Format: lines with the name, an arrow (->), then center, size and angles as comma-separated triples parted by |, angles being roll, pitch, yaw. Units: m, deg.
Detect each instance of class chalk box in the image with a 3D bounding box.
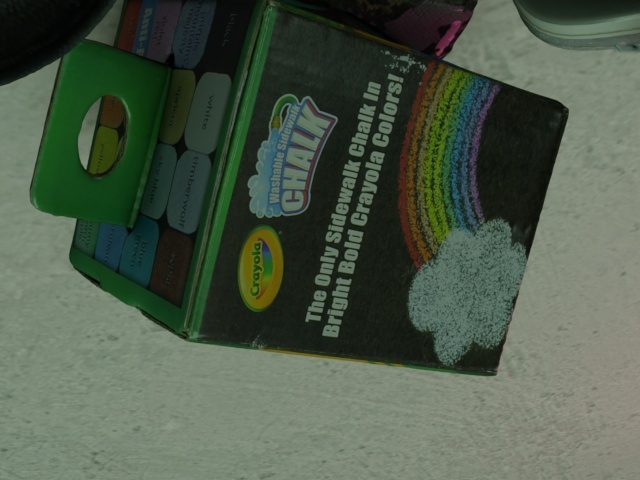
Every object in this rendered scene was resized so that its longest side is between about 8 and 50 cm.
chalk box -> -0.032, -0.039, 0.615 | 0.289, 0.180, 0.179 | 12, -176, -34

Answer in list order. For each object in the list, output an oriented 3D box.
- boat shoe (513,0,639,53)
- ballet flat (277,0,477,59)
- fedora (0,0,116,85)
boat shoe -> 0.273, -0.170, 0.657 | 0.320, 0.118, 0.103 | -17, 145, -9
ballet flat -> 0.015, -0.166, 0.608 | 0.221, 0.077, 0.079 | 13, 121, -44
fedora -> -0.230, -0.128, 0.391 | 0.334, 0.153, 0.334 | 9, 145, 6
